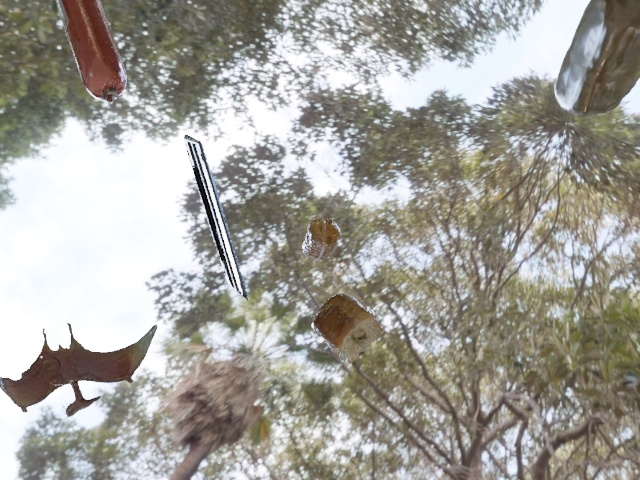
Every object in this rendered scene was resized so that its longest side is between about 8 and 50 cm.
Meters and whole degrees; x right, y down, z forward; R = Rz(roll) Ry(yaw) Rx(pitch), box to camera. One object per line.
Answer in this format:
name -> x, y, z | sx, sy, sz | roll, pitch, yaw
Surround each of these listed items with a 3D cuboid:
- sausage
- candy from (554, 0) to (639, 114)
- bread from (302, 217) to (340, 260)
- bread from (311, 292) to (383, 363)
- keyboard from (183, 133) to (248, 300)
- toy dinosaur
sausage -> -0.171, -0.174, 0.473 | 0.029, 0.029, 0.223 | -38, -121, 21
candy -> 0.465, -0.305, 1.096 | 0.104, 0.234, 0.102 | -10, -126, -7
bread -> 0.000, 0.000, 1.106 | 0.052, 0.157, 0.044 | 16, -104, -1
bread -> 0.040, 0.132, 1.030 | 0.083, 0.070, 0.076 | -44, -54, -14
keyboard -> -0.120, -0.026, 0.789 | 0.010, 0.064, 0.198 | -23, -66, -20
toy dinosaur -> -0.512, 0.250, 1.426 | 0.327, 0.113, 0.206 | -37, -67, 3
